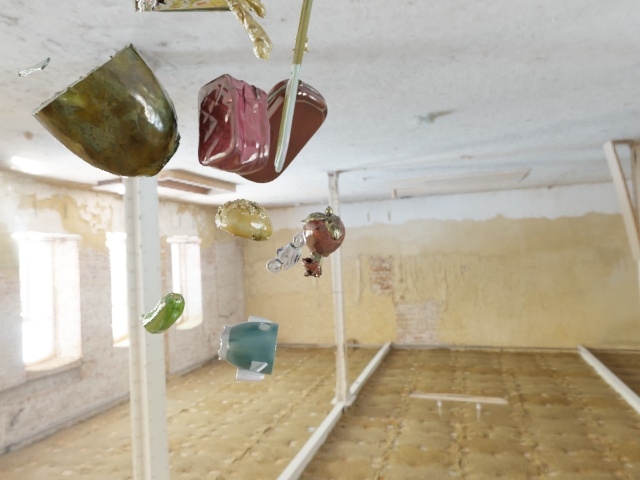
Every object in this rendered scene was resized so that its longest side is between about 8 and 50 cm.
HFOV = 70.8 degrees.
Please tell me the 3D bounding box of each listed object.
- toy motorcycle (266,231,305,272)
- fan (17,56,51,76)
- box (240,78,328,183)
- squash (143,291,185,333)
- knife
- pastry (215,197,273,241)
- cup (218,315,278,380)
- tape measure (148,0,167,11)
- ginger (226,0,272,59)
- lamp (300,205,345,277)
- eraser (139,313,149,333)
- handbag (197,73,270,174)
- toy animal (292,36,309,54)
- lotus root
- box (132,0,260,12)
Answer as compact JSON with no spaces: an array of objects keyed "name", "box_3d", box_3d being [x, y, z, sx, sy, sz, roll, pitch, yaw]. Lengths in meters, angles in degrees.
[{"name":"toy motorcycle","box_3d":[-0.146,0.067,2.116,0.254,0.112,0.112,-44,168,12]},{"name":"fan","box_3d":[-1.079,-0.647,1.691,0.282,0.057,0.023,9,160,40]},{"name":"box","box_3d":[-0.153,-0.374,1.574,0.404,0.108,0.263,-47,151,18]},{"name":"squash","box_3d":[-0.440,0.209,1.261,0.219,0.077,0.068,-35,180,40]},{"name":"knife","box_3d":[-0.050,-0.301,0.870,0.027,0.342,0.061,10,177,-16]},{"name":"pastry","box_3d":[-0.373,-0.117,2.300,0.285,0.184,0.316,26,-171,30]},{"name":"cup","box_3d":[-0.227,0.332,1.419,0.173,0.167,0.299,7,-156,-5]},{"name":"tape measure","box_3d":[-0.392,-0.731,1.073,0.114,0.260,0.253,13,149,54]},{"name":"ginger","box_3d":[-0.185,-0.571,1.172,0.176,0.193,0.053,37,131,-27]},{"name":"lamp","box_3d":[0.011,-0.001,1.570,0.151,0.223,0.215,0,-156,15]},{"name":"eraser","box_3d":[-0.735,0.351,1.897,0.019,0.038,0.083,-12,-136,-47]},{"name":"handbag","box_3d":[-0.206,-0.271,1.078,0.147,0.224,0.135,-14,165,37]},{"name":"toy animal","box_3d":[-0.075,-0.744,1.692,0.081,0.083,0.060,28,-123,34]},{"name":"lotus root","box_3d":[-0.449,-0.254,1.023,0.267,0.260,0.149,-36,-147,-4]},{"name":"box","box_3d":[-0.359,-0.818,1.353,0.421,0.138,0.373,-13,-170,-19]}]
